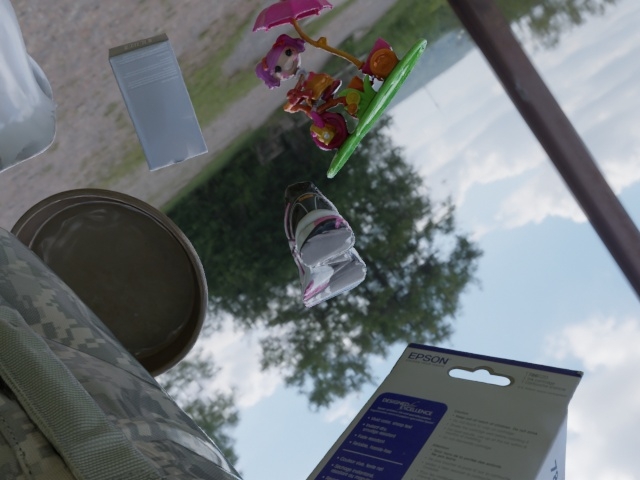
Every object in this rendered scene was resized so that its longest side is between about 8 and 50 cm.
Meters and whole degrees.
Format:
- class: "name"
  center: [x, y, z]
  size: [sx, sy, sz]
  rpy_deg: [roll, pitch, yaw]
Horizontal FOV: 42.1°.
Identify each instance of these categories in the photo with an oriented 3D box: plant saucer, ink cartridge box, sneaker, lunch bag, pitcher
- class: "plant saucer"
  center: [-0.280, 0.060, 1.090]
  size: [0.278, 0.278, 0.041]
  rpy_deg: [-34, -167, 16]
- class: "ink cartridge box"
  center: [0.066, 0.203, 0.600]
  size: [0.165, 0.065, 0.333]
  rpy_deg: [6, -146, 35]
- class: "sneaker"
  center: [0.000, 0.000, 0.824]
  size: [0.072, 0.077, 0.178]
  rpy_deg: [-20, 153, -11]
- class: "lunch bag"
  center: [-0.146, 0.150, 0.408]
  size: [0.212, 0.256, 0.305]
  rpy_deg: [-13, -149, -37]
- class: "pitcher"
  center: [-0.330, -0.186, 0.782]
  size: [0.125, 0.207, 0.178]
  rpy_deg: [-26, -151, 7]

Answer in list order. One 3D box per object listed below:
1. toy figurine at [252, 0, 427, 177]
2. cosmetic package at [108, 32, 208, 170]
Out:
- class: "toy figurine"
  center: [-0.004, -0.180, 0.866]
  size: [0.173, 0.159, 0.130]
  rpy_deg: [-55, 177, 9]
- class: "cosmetic package"
  center: [-0.318, -0.271, 1.634]
  size: [0.127, 0.238, 0.107]
  rpy_deg: [-18, -154, -7]
